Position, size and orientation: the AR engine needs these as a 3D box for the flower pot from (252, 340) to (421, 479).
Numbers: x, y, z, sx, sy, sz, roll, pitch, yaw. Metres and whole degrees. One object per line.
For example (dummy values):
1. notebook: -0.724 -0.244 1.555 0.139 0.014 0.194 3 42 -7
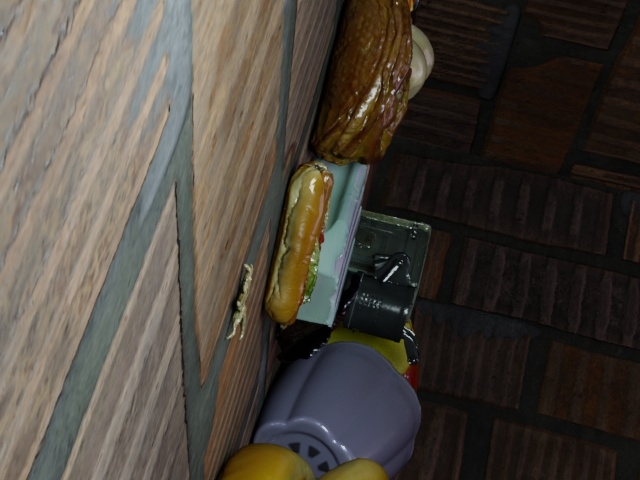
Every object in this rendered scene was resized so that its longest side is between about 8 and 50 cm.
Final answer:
1. flower pot: 0.012 0.320 2.010 0.243 0.265 0.265 -38 143 -68

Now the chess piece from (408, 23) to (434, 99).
1. chess piece: 0.098 -0.247 2.077 0.261 0.143 0.142 -67 170 -46

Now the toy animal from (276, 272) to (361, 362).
1. toy animal: -0.006 0.119 1.887 0.179 0.116 0.218 98 0 -48

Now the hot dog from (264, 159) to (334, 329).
1. hot dog: -0.027 0.010 1.607 0.092 0.062 0.235 -76 179 -67

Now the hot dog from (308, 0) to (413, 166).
1. hot dog: 0.070 -0.236 1.728 0.196 0.122 0.272 77 28 -81

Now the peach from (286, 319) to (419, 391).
1. peach: 0.045 0.209 2.261 0.245 0.249 0.274 -34 -134 42

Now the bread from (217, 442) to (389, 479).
1. bread: -0.046 0.468 1.564 0.329 0.245 0.424 100 2 -49

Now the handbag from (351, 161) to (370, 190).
1. handbag: 0.066 -0.156 2.332 0.193 0.072 0.151 -59 162 -84

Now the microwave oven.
1. microwave oven: 0.081 0.033 2.202 0.129 0.205 0.163 99 5 -52

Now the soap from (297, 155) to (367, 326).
1. soap: 0.000 0.000 1.777 0.230 0.091 0.145 -71 171 -50

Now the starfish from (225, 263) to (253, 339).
1. starfish: -0.083 0.065 1.333 0.086 0.016 0.092 -68 166 -56

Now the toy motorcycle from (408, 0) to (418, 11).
1. toy motorcycle: 0.119 -0.423 1.996 0.171 0.089 0.298 95 9 -60

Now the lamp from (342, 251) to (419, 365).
1. lamp: 0.068 0.091 2.029 0.147 0.227 0.172 -30 133 -84
